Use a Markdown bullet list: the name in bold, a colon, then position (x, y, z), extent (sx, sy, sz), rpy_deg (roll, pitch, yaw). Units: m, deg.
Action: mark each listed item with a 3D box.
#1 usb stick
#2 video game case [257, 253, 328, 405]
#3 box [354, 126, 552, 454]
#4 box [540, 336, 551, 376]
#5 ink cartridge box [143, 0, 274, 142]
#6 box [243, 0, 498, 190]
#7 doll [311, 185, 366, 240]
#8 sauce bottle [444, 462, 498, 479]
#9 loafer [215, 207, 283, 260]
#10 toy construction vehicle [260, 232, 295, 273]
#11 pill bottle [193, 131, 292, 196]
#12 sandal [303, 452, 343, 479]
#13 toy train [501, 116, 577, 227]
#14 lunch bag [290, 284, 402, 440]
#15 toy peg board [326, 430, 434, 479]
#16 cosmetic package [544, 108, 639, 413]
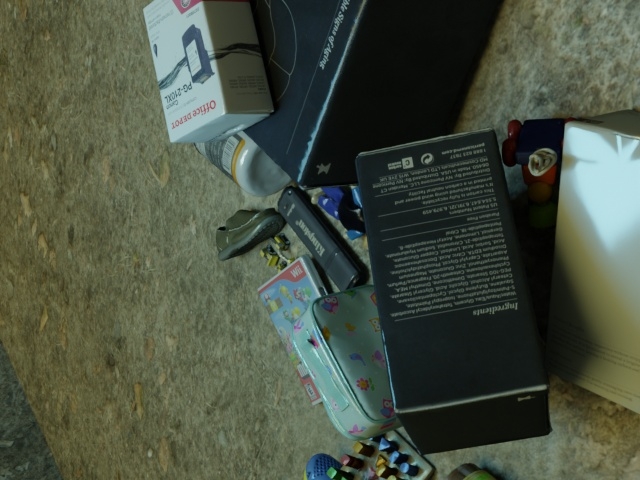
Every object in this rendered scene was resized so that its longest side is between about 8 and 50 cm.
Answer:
- **usb stick**: position (0.000, 0.000, 2.124), extent (0.278, 0.045, 0.077), rpy_deg (52, 138, 30)
- **video game case**: position (-0.021, 0.193, 2.211), extent (0.204, 0.025, 0.285), rpy_deg (-37, 76, 52)
- **box**: position (0.200, 0.086, 1.553), extent (0.293, 0.212, 0.395), rpy_deg (63, -163, -64)
- **box**: position (0.280, 0.166, 1.747), extent (0.203, 0.114, 0.103), rpy_deg (57, 139, 27)
- **ink cartridge box**: position (-0.183, -0.291, 1.687), extent (0.172, 0.100, 0.237), rpy_deg (-19, 82, 50)
- **box**: position (0.011, -0.415, 1.736), extent (0.472, 0.297, 0.479), rpy_deg (47, 129, 36)
- **doll**: position (0.055, -0.066, 2.028), extent (0.189, 0.046, 0.129), rpy_deg (37, 129, 42)
- **sauce bottle**: position (0.349, 0.507, 1.772), extent (0.344, 0.111, 0.111), rpy_deg (30, 124, 43)
- **loafer**: position (-0.171, -0.026, 2.301), extent (0.251, 0.094, 0.087), rpy_deg (-30, 81, 53)
- **toy construction vehicle**: position (-0.094, 0.035, 2.268), extent (0.098, 0.035, 0.086), rpy_deg (54, 138, 28)
- **pill bottle**: position (-0.174, -0.221, 2.188), extent (0.278, 0.162, 0.162), rpy_deg (40, 131, 40)
- **sandal**: position (0.093, 0.540, 2.124), extent (0.317, 0.126, 0.138), rpy_deg (41, 127, 28)
- **toy train**: position (0.321, -0.081, 1.527), extent (0.105, 0.248, 0.143), rpy_deg (-1, 115, 16)
- **lunch bag**: position (0.076, 0.222, 1.943), extent (0.279, 0.224, 0.108), rpy_deg (60, 141, 20)
- **toy peg board**: position (0.106, 0.451, 2.034), extent (0.161, 0.079, 0.160), rpy_deg (40, 95, 39)
- **cosmetic package**: position (0.448, 0.027, 1.448), extent (0.217, 0.156, 0.384), rpy_deg (25, 119, 47)
